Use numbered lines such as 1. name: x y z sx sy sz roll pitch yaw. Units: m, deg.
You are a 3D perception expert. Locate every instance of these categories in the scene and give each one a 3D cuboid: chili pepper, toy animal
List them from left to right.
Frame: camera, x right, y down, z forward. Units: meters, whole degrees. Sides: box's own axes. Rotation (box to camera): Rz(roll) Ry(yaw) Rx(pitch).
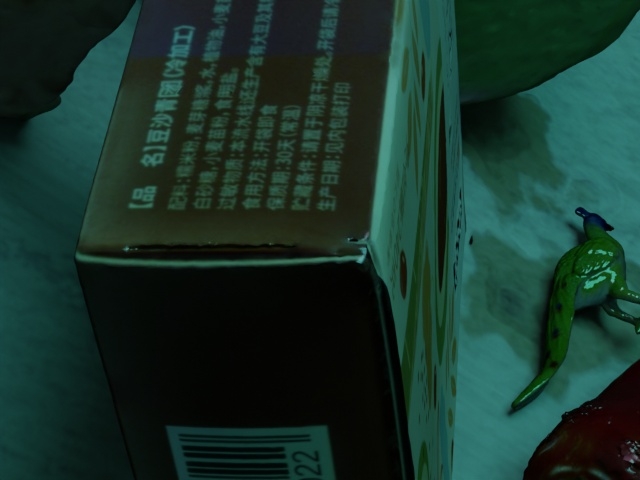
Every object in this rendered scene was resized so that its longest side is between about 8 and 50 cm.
1. toy animal: 0.186 0.051 1.242 0.075 0.041 0.217 18 42 7
2. chili pepper: 0.214 0.120 1.150 0.110 0.110 0.387 44 40 9

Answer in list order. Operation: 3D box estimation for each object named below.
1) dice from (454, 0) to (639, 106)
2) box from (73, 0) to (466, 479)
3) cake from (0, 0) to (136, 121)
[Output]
1. dice: 0.058 -0.291 1.265 0.322 0.330 0.318 2 46 -33
2. box: 0.000 0.000 0.930 0.122 0.345 0.385 -1 43 8
3. cake: -0.250 -0.248 1.030 0.314 0.307 0.293 7 51 -30
